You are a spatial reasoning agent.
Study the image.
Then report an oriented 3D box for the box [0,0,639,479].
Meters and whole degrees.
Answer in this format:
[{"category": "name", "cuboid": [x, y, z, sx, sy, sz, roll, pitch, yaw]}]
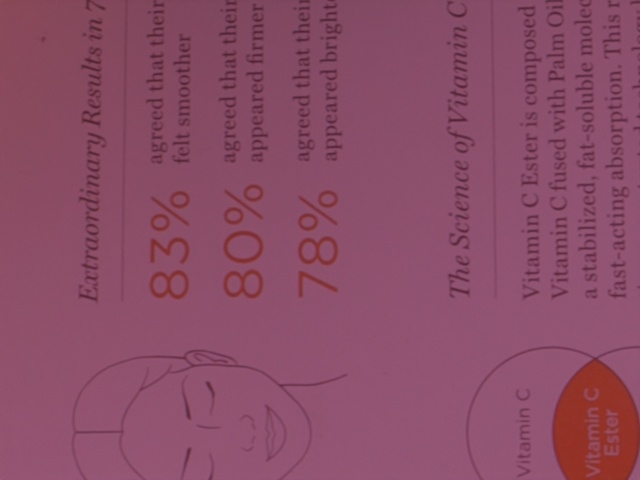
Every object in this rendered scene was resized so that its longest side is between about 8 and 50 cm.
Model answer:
[{"category": "box", "cuboid": [0.000, 0.000, 0.520, 0.345, 0.215, 0.168, 0, 174, 5]}]
